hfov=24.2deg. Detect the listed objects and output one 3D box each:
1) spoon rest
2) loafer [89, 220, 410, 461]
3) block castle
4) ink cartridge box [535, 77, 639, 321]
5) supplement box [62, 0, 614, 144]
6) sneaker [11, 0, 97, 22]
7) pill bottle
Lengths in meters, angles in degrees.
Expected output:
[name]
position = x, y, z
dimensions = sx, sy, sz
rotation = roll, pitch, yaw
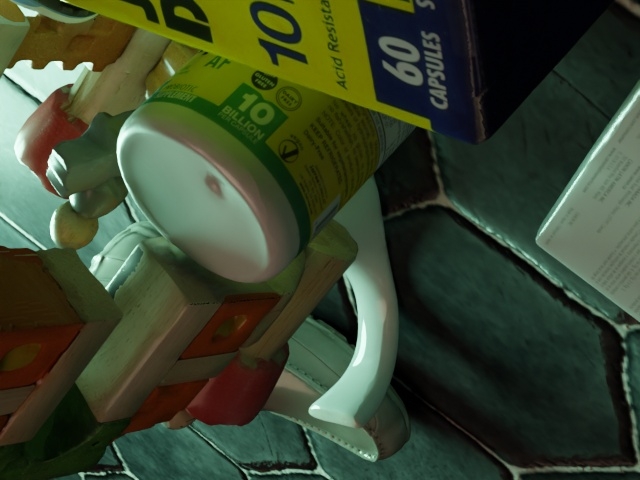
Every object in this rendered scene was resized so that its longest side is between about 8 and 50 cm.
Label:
[spoon rest]
position = 0.000, 0.000, 1.100
dimensions = 0.137, 0.084, 0.276
rotation = 9, 123, 43
[loafer]
position = -0.071, 0.101, 1.262
dimensions = 0.319, 0.111, 0.112
rotation = 29, 148, 24
[block castle]
position = -0.223, -0.001, 0.906
dimensions = 0.303, 0.453, 0.213
rotation = 53, 122, 24
[ink cartridge box]
position = 0.247, 0.012, 0.818
dimensions = 0.232, 0.066, 0.189
rotation = 35, 150, 7
[supplement box]
position = -0.029, -0.220, 0.706
dimensions = 0.356, 0.195, 0.194
rotation = 23, 145, 33
[sneaker]
position = -0.228, -0.199, 0.885
dimensions = 0.237, 0.085, 0.086
rotation = 31, 150, -1
[pill bottle]
position = -0.006, -0.084, 0.841
dimensions = 0.117, 0.208, 0.117
rotation = 31, 149, 21
